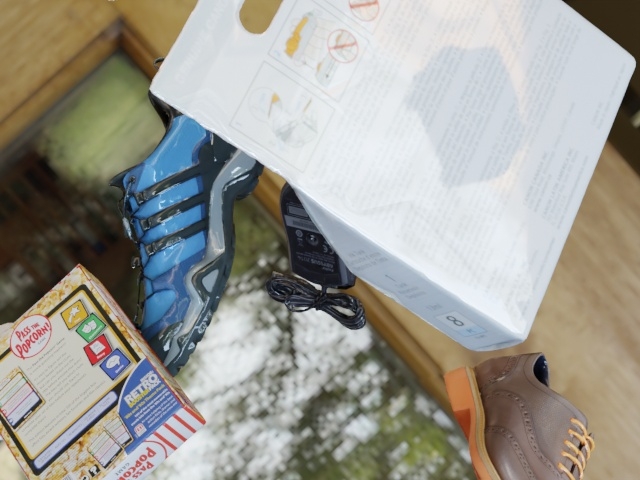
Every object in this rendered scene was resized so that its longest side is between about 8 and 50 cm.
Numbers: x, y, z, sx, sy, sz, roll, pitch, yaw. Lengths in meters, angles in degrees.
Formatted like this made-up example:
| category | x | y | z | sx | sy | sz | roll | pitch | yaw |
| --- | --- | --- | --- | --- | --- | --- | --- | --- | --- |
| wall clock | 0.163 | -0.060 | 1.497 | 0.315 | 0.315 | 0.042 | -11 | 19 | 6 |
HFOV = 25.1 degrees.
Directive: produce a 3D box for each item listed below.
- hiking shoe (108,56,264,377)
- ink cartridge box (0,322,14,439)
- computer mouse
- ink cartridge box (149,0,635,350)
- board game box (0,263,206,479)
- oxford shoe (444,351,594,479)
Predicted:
| category | x | y | z | sx | sy | sz | roll | pitch | yaw |
| --- | --- | --- | --- | --- | --- | --- | --- | --- | --- |
| hiking shoe | -0.143 | -0.011 | 1.353 | 0.113 | 0.132 | 0.304 | 132 | -24 | -72 |
| ink cartridge box | -0.310 | 0.141 | 1.705 | 0.224 | 0.056 | 0.181 | -21 | -151 | -24 |
| computer mouse | 0.000 | 0.000 | 2.261 | 0.072 | 0.188 | 0.272 | -44 | 143 | -43 |
| ink cartridge box | 0.066 | -0.131 | 1.241 | 0.091 | 0.385 | 0.308 | -24 | -143 | 62 |
| board game box | -0.209 | 0.134 | 1.245 | 0.147 | 0.193 | 0.045 | -41 | 145 | -1 |
| oxford shoe | 0.233 | 0.232 | 1.536 | 0.132 | 0.130 | 0.364 | -24 | -147 | 5 |
